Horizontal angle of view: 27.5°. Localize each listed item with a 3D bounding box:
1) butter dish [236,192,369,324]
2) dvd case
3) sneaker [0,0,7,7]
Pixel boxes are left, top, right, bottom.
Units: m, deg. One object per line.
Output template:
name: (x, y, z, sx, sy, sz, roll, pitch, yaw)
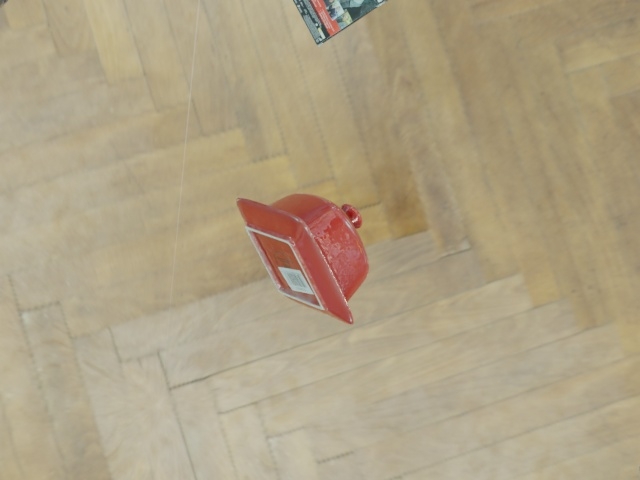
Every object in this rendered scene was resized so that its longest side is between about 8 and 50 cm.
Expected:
butter dish: (0.000, 0.000, 1.551, 0.118, 0.160, 0.160, -37, 118, -22)
dvd case: (0.022, -0.299, 1.563, 0.119, 0.013, 0.087, -30, 89, 34)
sneaker: (-0.243, -0.221, 0.737, 0.226, 0.086, 0.163, 56, 51, -33)
